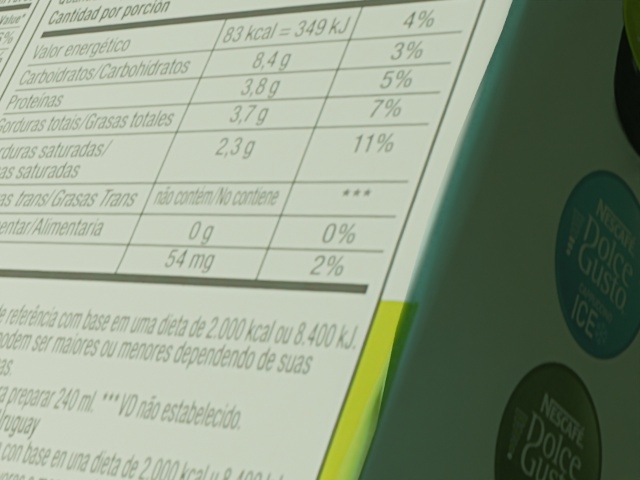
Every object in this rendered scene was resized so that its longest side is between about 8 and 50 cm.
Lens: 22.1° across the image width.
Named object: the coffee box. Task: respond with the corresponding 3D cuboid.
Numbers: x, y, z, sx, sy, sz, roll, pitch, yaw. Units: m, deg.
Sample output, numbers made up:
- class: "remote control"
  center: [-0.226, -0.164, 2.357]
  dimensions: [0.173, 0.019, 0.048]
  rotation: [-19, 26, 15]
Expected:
- class: "coffee box"
  center: [-0.016, 0.090, 0.587]
  dimensions: [0.338, 0.337, 0.334]
  rotation: [0, 60, 38]
